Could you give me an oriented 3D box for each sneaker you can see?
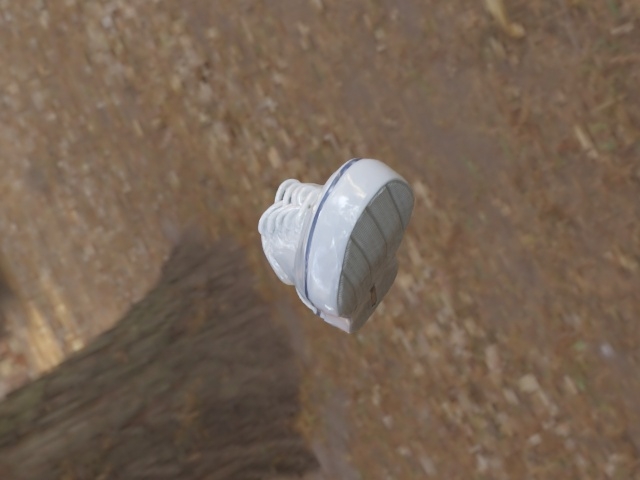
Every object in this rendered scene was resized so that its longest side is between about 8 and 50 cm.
[{"bbox_3d":[0.000,0.000,0.912,0.091,0.094,0.258,34,165,9],"label":"sneaker"}]
